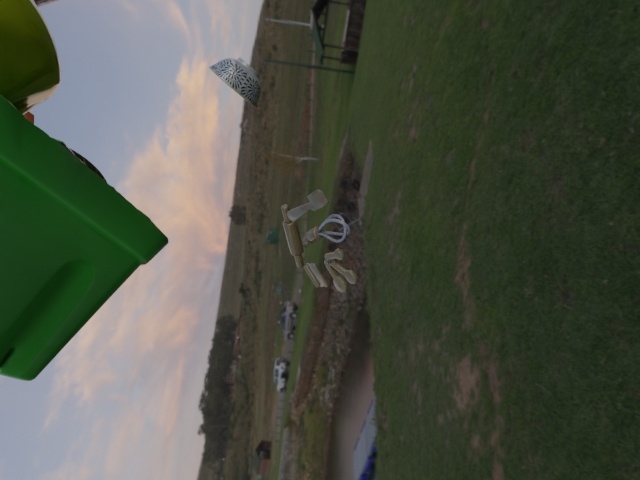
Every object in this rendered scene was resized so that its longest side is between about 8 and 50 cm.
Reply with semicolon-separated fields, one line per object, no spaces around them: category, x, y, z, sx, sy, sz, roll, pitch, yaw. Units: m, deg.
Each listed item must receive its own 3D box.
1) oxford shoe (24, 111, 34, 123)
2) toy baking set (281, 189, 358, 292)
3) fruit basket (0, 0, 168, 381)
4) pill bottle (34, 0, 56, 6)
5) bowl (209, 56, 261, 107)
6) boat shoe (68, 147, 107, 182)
oxford shoe;-1.005;-0.483;1.366;0.133;0.130;0.363;9;-109;-65
toy baking set;-0.005;-0.001;0.862;0.030;0.197;0.256;-37;-53;-32
fruit basket;-0.340;-0.103;0.397;0.283;0.392;0.392;62;-149;-57
pill bottle;-0.615;-0.495;0.815;0.121;0.216;0.121;-18;-90;-90
bowl;-0.227;-0.468;1.229;0.080;0.170;0.170;-49;9;9
boat shoe;-0.388;-0.103;0.598;0.060;0.178;0.064;-23;46;44
